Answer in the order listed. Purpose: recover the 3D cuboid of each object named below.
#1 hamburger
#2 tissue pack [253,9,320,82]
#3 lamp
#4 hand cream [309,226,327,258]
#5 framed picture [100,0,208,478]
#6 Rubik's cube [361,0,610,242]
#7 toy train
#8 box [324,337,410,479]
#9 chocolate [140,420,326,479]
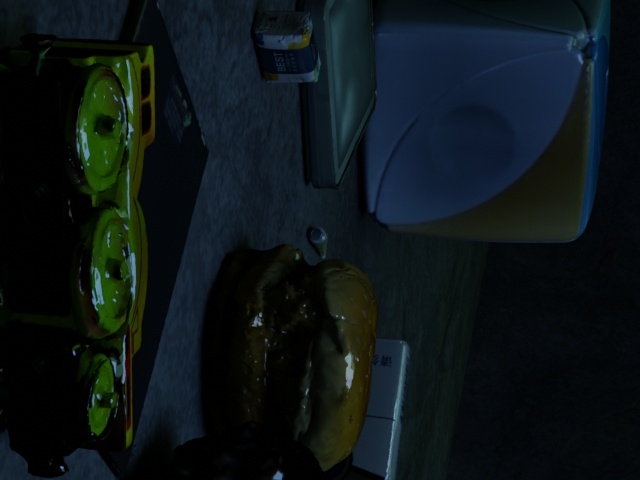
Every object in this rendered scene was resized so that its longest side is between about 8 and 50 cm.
[{"bbox_3d":[-0.020,0.125,1.585,0.244,0.163,0.244,3,90,-78],"label":"hamburger"},{"bbox_3d":[-0.035,-0.208,1.621,0.083,0.062,0.042,77,16,-56],"label":"tissue pack"},{"bbox_3d":[0.026,-0.237,1.930,0.269,0.047,0.266,-66,158,-56],"label":"lamp"},{"bbox_3d":[0.000,0.000,1.971,0.102,0.022,0.035,55,41,-79],"label":"hand cream"},{"bbox_3d":[-0.158,-0.003,1.262,0.255,0.014,0.339,75,24,-59],"label":"framed picture"},{"bbox_3d":[0.256,-0.218,2.283,0.351,0.347,0.352,-66,158,-56],"label":"Rubik's cube"},{"bbox_3d":[-0.168,0.006,1.009,0.160,0.100,0.296,-50,143,-72],"label":"toy train"},{"bbox_3d":[0.010,0.240,1.762,0.071,0.168,0.259,63,33,-71],"label":"box"},{"bbox_3d":[-0.120,0.272,1.339,0.177,0.206,0.224,8,73,-34],"label":"chocolate"}]
